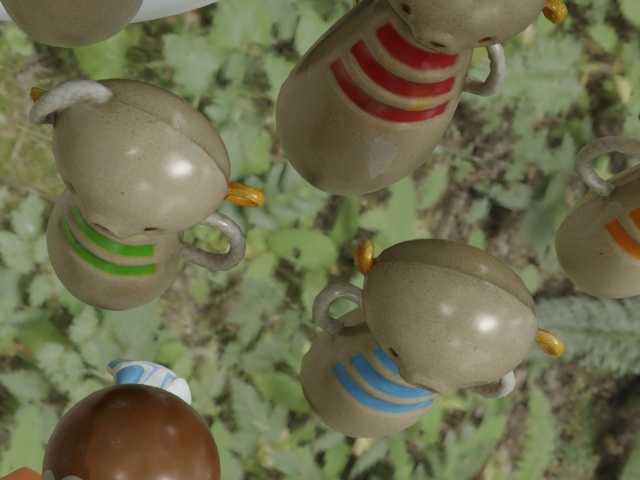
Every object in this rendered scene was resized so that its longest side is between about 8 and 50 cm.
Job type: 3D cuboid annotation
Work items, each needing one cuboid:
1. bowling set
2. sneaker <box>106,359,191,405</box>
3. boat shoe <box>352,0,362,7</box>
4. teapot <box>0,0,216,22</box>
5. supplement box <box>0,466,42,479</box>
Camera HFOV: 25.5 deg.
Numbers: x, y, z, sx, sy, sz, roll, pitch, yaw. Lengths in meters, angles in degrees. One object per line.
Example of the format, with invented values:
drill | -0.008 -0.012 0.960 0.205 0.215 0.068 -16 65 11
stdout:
bowling set | 0.000 0.000 0.412 0.154 0.287 0.199 128 -17 -67
sneaker | -0.189 0.217 1.230 0.237 0.086 0.085 -68 155 -5
boat shoe | 0.039 -0.149 0.655 0.050 0.045 0.135 -20 139 -35
teapot | -0.102 -0.214 0.540 0.256 0.187 0.252 2 152 -19
supplement box | -0.236 0.295 1.061 0.078 0.080 0.233 -19 126 -55
